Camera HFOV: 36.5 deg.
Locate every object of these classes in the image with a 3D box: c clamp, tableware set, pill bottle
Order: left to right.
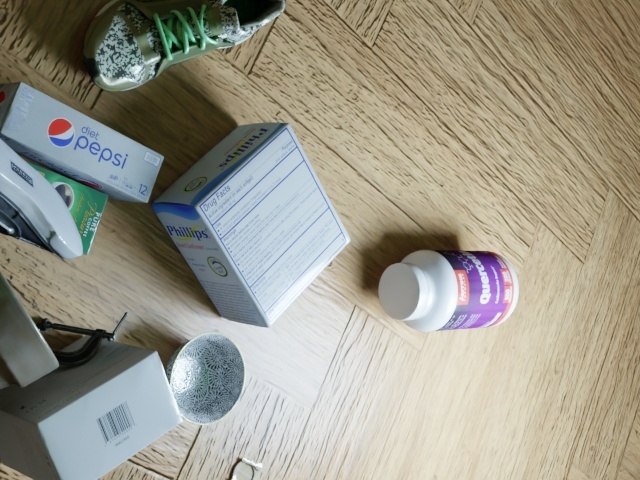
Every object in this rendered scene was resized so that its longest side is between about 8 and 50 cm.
[{"bbox_3d":[-0.413,0.159,1.589,0.137,0.160,0.022,-72,164,-53],"label":"c clamp"},{"bbox_3d":[-0.149,0.525,1.921,0.141,0.020,0.169,53,59,-31],"label":"tableware set"},{"bbox_3d":[0.287,0.112,2.186,0.322,0.181,0.182,1,92,-43],"label":"pill bottle"}]

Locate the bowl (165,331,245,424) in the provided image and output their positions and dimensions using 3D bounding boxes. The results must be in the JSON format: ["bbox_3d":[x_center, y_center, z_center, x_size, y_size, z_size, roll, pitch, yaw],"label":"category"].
[{"bbox_3d":[-0.228,0.250,1.792,0.170,0.080,0.170,-2,93,-42],"label":"bowl"}]

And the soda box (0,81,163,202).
[{"bbox_3d":[-0.406,-0.156,1.594,0.286,0.098,0.091,27,75,-40],"label":"soda box"}]

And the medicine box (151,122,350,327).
[{"bbox_3d":[-0.123,-0.032,1.825,0.263,0.149,0.289,-46,120,-31],"label":"medicine box"}]

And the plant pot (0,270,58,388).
[{"bbox_3d":[-0.572,0.117,1.353,0.280,0.323,0.323,-32,115,-17],"label":"plant pot"}]

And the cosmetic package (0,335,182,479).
[{"bbox_3d":[-0.388,0.269,1.550,0.224,0.224,0.138,-31,112,-37],"label":"cosmetic package"}]

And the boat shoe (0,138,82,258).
[{"bbox_3d":[-0.479,-0.057,1.481,0.301,0.102,0.108,54,13,-51],"label":"boat shoe"}]

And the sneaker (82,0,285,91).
[{"bbox_3d":[-0.227,-0.380,1.688,0.410,0.182,0.158,-35,115,-35],"label":"sneaker"}]

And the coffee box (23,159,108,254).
[{"bbox_3d":[-0.450,-0.056,1.598,0.184,0.040,0.113,23,79,-40],"label":"coffee box"}]
